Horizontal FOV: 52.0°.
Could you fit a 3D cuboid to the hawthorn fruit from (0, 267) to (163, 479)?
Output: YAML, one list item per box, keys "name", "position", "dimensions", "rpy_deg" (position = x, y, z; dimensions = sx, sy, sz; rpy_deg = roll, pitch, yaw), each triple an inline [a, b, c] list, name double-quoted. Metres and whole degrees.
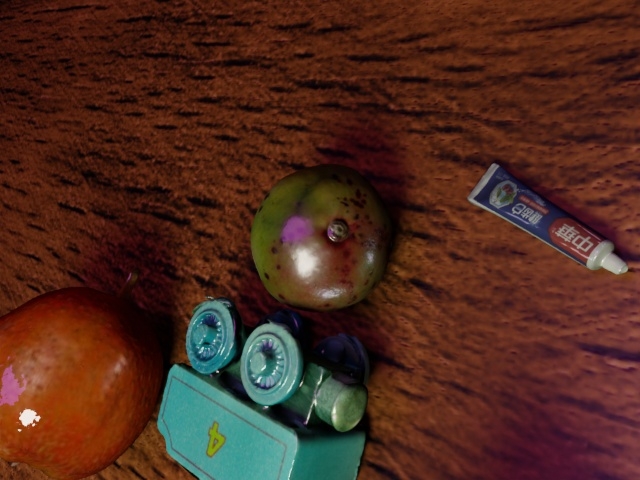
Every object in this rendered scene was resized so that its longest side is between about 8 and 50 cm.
- name: "hawthorn fruit"
  position: [-0.251, 0.124, 0.679]
  dimensions: [0.196, 0.196, 0.225]
  rpy_deg: [20, 72, 44]

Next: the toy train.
- name: "toy train"
  position: [-0.049, 0.134, 0.548]
  dimensions: [0.198, 0.107, 0.154]
  rpy_deg: [15, 91, 43]

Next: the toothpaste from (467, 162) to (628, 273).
- name: "toothpaste"
  position: [0.162, -0.014, 0.476]
  dimensions: [0.037, 0.021, 0.140]
  rpy_deg: [-53, 45, 6]

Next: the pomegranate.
- name: "pomegranate"
  position: [0.004, 0.000, 0.551]
  dimensions: [0.130, 0.130, 0.130]
  rpy_deg: [-16, 63, 36]
